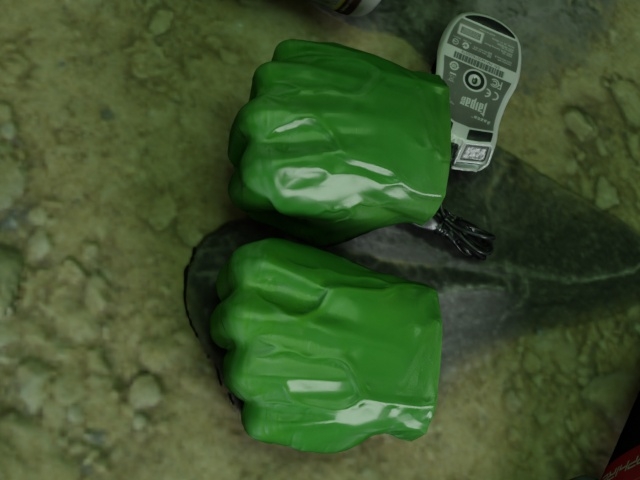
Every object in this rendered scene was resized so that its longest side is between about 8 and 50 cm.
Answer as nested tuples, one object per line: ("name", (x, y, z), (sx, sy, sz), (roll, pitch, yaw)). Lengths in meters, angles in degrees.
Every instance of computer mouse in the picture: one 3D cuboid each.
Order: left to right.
("computer mouse", (0.103, -0.085, 0.954), (0.106, 0.042, 0.193), (23, 66, -6))

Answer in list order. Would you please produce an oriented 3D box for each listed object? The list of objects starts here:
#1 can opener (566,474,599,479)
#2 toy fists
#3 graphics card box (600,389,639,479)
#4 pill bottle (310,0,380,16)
("can opener", (0.139, 0.267, 0.777), (0.076, 0.095, 0.283), (38, 59, -4))
("toy fists", (0.000, 0.000, 0.833), (0.142, 0.096, 0.279), (11, 74, -21))
("graphics card box", (0.361, 0.115, 0.913), (0.233, 0.094, 0.371), (38, 51, -3))
("pill bottle", (-0.044, -0.253, 0.922), (0.215, 0.117, 0.117), (20, 61, -14))
